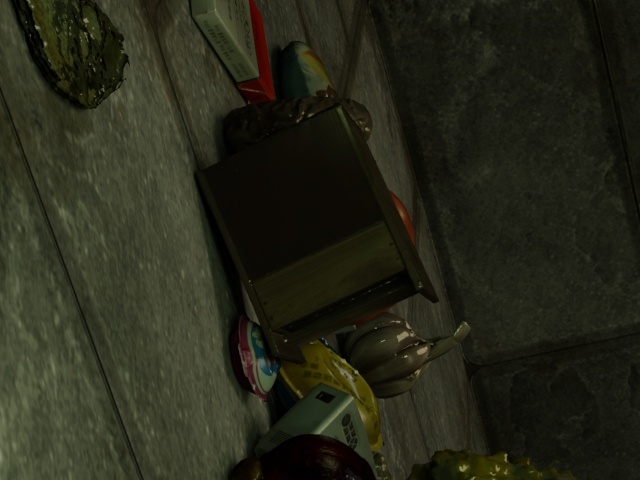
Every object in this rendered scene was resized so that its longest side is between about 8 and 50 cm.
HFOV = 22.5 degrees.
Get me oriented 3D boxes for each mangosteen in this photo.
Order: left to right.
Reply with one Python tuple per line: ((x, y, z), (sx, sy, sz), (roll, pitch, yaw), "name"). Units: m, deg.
((-0.019, 0.256, 1.557), (0.152, 0.152, 0.153), (-13, 90, -80), "mangosteen")

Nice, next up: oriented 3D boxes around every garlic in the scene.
((0.122, 0.154, 2.338), (0.127, 0.194, 0.131), (68, 15, 0), "garlic")

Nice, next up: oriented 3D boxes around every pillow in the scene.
((-0.007, -0.182, 2.367), (0.214, 0.086, 0.233), (-107, 176, -56), "pillow")

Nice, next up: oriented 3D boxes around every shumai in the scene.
((-0.023, -0.081, 1.905), (0.206, 0.166, 0.176), (-14, 99, -62), "shumai")

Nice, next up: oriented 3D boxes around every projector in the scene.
((-0.005, 0.241, 1.710), (0.115, 0.061, 0.147), (-44, 134, -32), "projector")

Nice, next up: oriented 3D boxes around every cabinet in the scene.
((0.000, 0.000, 1.728), (0.215, 0.174, 0.148), (66, 7, 13), "cabinet")

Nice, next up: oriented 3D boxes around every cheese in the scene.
((-0.066, 0.124, 1.712), (0.145, 0.038, 0.095), (2, 76, -79), "cheese")
((0.005, 0.164, 1.888), (0.177, 0.069, 0.270), (39, 14, -20), "cheese")

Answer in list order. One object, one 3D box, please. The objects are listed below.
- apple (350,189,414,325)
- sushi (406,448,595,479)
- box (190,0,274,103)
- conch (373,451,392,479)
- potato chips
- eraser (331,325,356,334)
((0.036, 0.021, 2.068), (0.199, 0.199, 0.199), (-13, 90, -80), "apple")
((0.195, 0.440, 1.916), (0.397, 0.240, 0.351), (109, -11, -51), "sushi")
((-0.112, -0.276, 1.981), (0.245, 0.035, 0.139), (55, 23, -66), "box")
((0.037, 0.358, 1.847), (0.137, 0.114, 0.234), (-42, 153, -70), "conch")
((-0.214, -0.202, 1.346), (0.220, 0.029, 0.202), (56, 24, -58), "potato chips")
((0.007, 0.017, 2.245), (0.092, 0.046, 0.213), (58, 22, -62), "eraser")
